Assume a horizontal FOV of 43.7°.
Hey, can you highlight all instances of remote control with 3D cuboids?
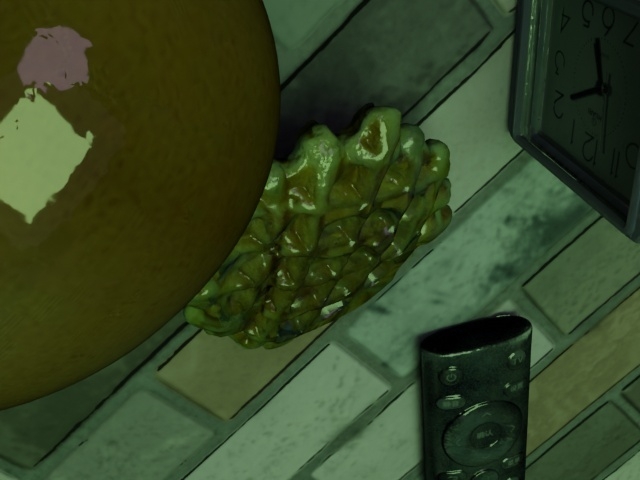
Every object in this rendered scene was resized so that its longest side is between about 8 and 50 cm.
[{"bbox_3d":[0.156,0.242,0.802,0.107,0.044,0.378,-14,122,-13],"label":"remote control"}]

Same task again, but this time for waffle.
[{"bbox_3d":[0.001,0.002,0.569,0.223,0.054,0.204,-37,147,5],"label":"waffle"}]

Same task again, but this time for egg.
[{"bbox_3d":[-0.166,-0.045,0.414,0.250,0.250,0.322,36,105,-30],"label":"egg"}]

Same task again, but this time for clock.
[{"bbox_3d":[0.200,-0.101,0.531,0.073,0.193,0.145,-9,120,-10],"label":"clock"}]
